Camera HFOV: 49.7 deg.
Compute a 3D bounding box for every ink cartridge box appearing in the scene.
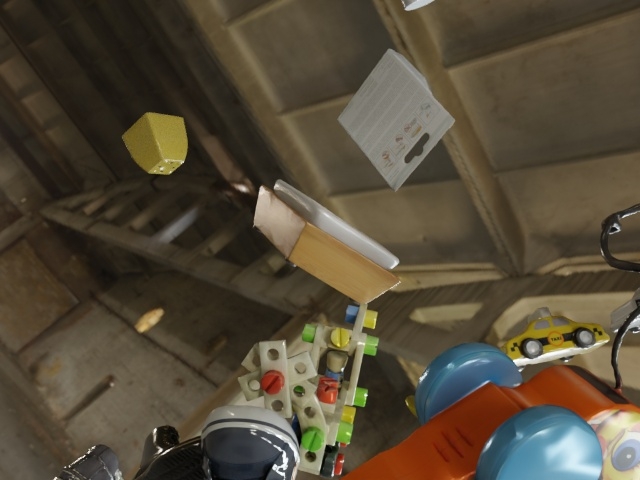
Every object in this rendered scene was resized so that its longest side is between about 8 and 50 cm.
[{"bbox_3d":[0.154,-0.238,1.378,0.189,0.066,0.232,-51,-120,26],"label":"ink cartridge box"}]

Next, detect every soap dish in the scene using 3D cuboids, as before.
[{"bbox_3d":[0.000,0.000,1.350,0.229,0.118,0.291,32,4,-27],"label":"soap dish"}]

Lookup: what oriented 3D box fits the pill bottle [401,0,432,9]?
[{"bbox_3d":[0.167,-0.540,1.336,0.094,0.094,0.169,-14,-82,66],"label":"pill bottle"}]

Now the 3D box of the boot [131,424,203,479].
[{"bbox_3d":[-0.227,0.320,1.074,0.077,0.198,0.137,46,22,-23],"label":"boot"}]

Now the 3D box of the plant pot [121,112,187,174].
[{"bbox_3d":[-0.279,-0.162,1.196,0.081,0.081,0.083,-32,-109,34],"label":"plant pot"}]

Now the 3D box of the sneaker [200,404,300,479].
[{"bbox_3d":[-0.091,0.334,0.894,0.126,0.127,0.321,2,-42,1],"label":"sneaker"}]

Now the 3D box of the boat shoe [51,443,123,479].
[{"bbox_3d":[-0.218,0.269,0.708,0.075,0.065,0.206,29,-32,16],"label":"boat shoe"}]

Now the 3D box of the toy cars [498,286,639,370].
[{"bbox_3d":[0.466,0.124,1.138,0.176,0.393,0.087,17,53,-51],"label":"toy cars"}]

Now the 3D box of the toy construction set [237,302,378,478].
[{"bbox_3d":[0.001,0.214,1.020,0.151,0.215,0.327,15,7,20],"label":"toy construction set"}]

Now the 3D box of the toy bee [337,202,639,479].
[{"bbox_3d":[0.139,0.138,0.409,0.162,0.298,0.195,51,18,-26],"label":"toy bee"}]
